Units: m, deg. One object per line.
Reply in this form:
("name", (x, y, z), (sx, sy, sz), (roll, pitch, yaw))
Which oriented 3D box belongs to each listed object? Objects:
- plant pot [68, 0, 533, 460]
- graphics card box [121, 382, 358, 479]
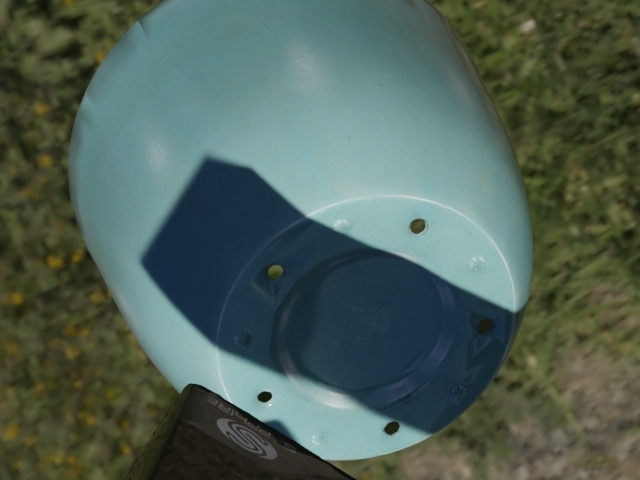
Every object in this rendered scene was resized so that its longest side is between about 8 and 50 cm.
("plant pot", (0.000, 0.000, 1.180), (0.235, 0.293, 0.293), (-115, 25, -58))
("graphics card box", (-0.001, 0.204, 0.621), (0.233, 0.371, 0.094), (31, 110, -5))
